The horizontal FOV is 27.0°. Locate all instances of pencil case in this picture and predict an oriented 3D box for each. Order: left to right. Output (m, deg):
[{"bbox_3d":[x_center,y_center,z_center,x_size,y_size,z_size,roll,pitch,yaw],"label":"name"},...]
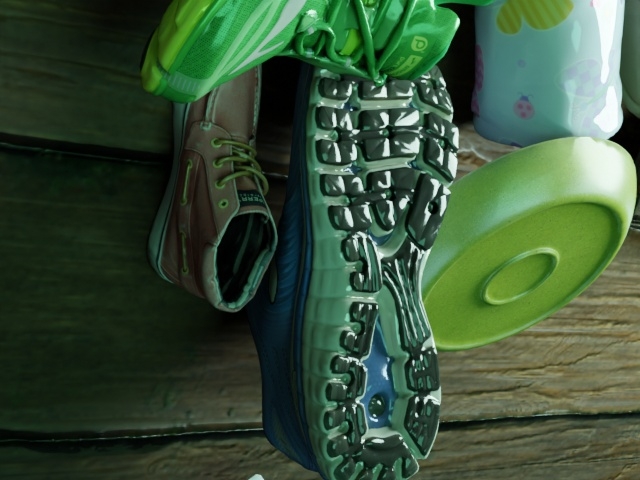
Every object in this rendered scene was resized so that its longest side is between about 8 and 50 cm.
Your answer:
[{"bbox_3d":[0.172,-0.200,0.972,0.124,0.113,0.273,-39,134,-45],"label":"pencil case"}]

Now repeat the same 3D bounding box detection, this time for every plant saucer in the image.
[{"bbox_3d":[0.147,0.016,1.028,0.241,0.037,0.241,-21,149,-14],"label":"plant saucer"}]

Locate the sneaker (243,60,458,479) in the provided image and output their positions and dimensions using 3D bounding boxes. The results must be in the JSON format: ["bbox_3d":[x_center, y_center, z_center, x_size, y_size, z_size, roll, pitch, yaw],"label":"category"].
[{"bbox_3d":[0.000,0.000,0.914,0.130,0.147,0.330,8,85,-38],"label":"sneaker"}]

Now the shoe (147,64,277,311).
[{"bbox_3d":[-0.058,-0.045,0.866,0.063,0.081,0.178,3,108,-42],"label":"shoe"}]

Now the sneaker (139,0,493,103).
[{"bbox_3d":[0.021,-0.149,0.799,0.295,0.109,0.123,-33,85,-36],"label":"sneaker"}]

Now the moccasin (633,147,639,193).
[{"bbox_3d":[0.431,-0.085,1.223,0.380,0.147,0.139,-7,134,-42],"label":"moccasin"}]

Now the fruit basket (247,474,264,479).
[{"bbox_3d":[-0.077,0.404,1.012,0.327,0.165,0.353,-41,129,-19],"label":"fruit basket"}]

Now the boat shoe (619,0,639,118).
[{"bbox_3d":[0.282,-0.256,1.022,0.097,0.116,0.324,-19,112,-30],"label":"boat shoe"}]
